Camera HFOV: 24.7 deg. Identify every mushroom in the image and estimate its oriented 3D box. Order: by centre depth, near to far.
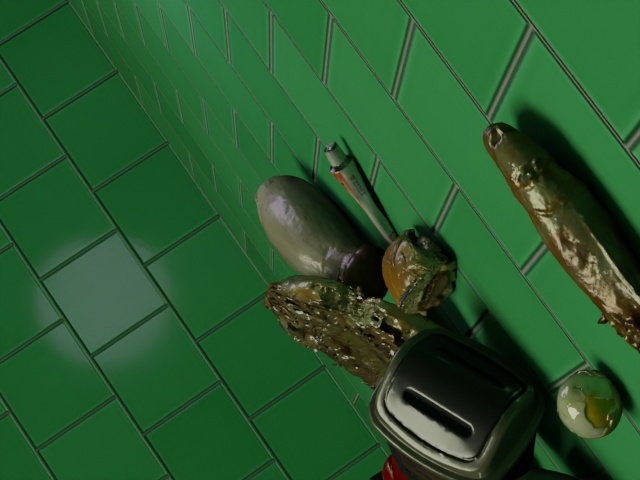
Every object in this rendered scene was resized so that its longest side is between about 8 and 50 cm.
[{"bbox_3d":[0.000,0.000,2.353,0.350,0.128,0.128,40,162,50],"label":"mushroom"}]

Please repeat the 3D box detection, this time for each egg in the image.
[{"bbox_3d":[0.293,0.180,1.587,0.071,0.071,0.083,45,169,51],"label":"egg"}]

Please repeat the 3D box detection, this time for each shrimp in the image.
[{"bbox_3d":[0.241,0.012,1.312,0.294,0.062,0.154,57,-176,12],"label":"shrimp"}]

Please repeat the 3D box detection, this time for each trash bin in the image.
[{"bbox_3d":[0.186,0.247,1.956,0.209,0.182,0.290,29,160,21],"label":"trash bin"}]

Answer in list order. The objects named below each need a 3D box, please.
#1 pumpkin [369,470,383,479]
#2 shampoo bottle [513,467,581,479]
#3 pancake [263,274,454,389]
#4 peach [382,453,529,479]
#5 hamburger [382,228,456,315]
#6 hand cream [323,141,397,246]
[{"bbox_3d":[0.247,0.468,2.447,0.293,0.197,0.263,54,180,-42],"label":"pumpkin"},{"bbox_3d":[0.300,0.458,1.903,0.266,0.273,0.273,48,169,22],"label":"shampoo bottle"},{"bbox_3d":[0.083,0.153,2.198,0.382,0.071,0.382,25,163,8],"label":"pancake"},{"bbox_3d":[0.214,0.369,2.247,0.226,0.190,0.196,32,-170,17],"label":"peach"},{"bbox_3d":[0.118,0.037,1.953,0.102,0.087,0.176,51,173,18],"label":"hamburger"},{"bbox_3d":[0.065,-0.055,2.099,0.216,0.038,0.052,57,-161,-28],"label":"hand cream"}]
